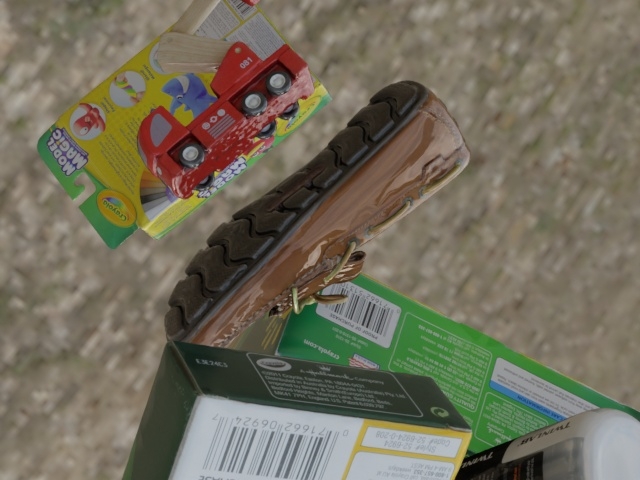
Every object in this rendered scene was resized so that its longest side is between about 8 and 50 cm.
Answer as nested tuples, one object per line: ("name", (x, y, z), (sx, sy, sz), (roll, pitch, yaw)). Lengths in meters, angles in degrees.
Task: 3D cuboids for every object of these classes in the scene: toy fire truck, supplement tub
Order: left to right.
("toy fire truck", (-0.079, -0.136, 1.428), (0.192, 0.135, 0.047), (-41, 155, -10))
("supplement tub", (0.202, 0.307, 1.909), (0.316, 0.193, 0.193), (-26, 176, 35))

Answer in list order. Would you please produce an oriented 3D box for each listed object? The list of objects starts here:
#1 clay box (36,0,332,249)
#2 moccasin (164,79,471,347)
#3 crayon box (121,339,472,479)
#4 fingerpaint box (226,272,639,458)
("clay box", (-0.116, -0.100, 1.549), (0.222, 0.127, 0.053), (-39, 162, 3))
("moccasin", (-0.001, -0.001, 1.933), (0.380, 0.139, 0.147), (-44, 117, -13))
("crayon box", (-0.050, 0.237, 1.278), (0.203, 0.083, 0.323), (10, 111, -26))
("fingerpaint box", (0.093, 0.245, 2.209), (0.371, 0.445, 0.163), (-49, -163, 54))
